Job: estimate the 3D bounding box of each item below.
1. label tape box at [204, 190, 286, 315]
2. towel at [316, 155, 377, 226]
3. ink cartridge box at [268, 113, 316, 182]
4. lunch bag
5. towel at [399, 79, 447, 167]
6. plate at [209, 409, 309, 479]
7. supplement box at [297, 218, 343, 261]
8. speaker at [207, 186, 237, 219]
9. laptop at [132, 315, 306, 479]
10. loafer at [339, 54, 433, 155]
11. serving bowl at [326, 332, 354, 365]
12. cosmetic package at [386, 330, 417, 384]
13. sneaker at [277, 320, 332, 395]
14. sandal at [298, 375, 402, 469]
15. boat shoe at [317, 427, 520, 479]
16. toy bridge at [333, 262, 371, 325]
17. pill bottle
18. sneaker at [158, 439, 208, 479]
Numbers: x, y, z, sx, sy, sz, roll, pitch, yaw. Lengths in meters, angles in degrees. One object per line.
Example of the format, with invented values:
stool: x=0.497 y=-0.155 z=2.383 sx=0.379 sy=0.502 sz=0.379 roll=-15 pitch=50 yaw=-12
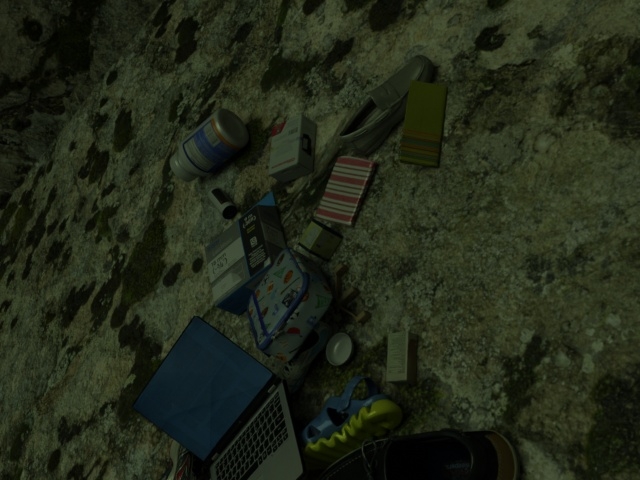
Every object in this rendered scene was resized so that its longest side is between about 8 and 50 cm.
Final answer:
label tape box: x=-0.229 y=0.018 z=2.088 sx=0.240 sy=0.106 sz=0.333 roll=-37 pitch=48 yaw=25
towel: x=0.073 y=-0.137 z=1.930 sx=0.144 sy=0.029 sz=0.197 roll=17 pitch=85 yaw=47
ink cartridge box: x=-0.086 y=-0.278 z=2.120 sx=0.127 sy=0.072 sz=0.175 roll=-17 pitch=59 yaw=38
lunch bag: x=-0.091 y=0.166 z=1.795 sx=0.243 sy=0.115 sz=0.303 roll=-53 pitch=21 yaw=10
towel: x=0.264 y=-0.300 z=1.786 sx=0.021 sy=0.102 sz=0.237 roll=106 pitch=174 yaw=-71
plate: x=-0.179 y=0.613 z=1.785 sx=0.277 sy=0.045 sz=0.278 roll=36 pitch=97 yaw=47
supplement box: x=0.000 y=0.000 z=1.887 sx=0.056 sy=0.083 sz=0.083 roll=36 pitch=96 yaw=48
speaker: x=-0.323 y=-0.123 z=2.290 sx=0.055 sy=0.055 sz=0.136 roll=-54 pitch=43 yaw=10
laptop: x=-0.265 y=0.475 z=1.683 sx=0.382 sy=0.236 sz=0.408 roll=-53 pitch=35 yaw=28
loafer: x=0.177 y=-0.372 z=1.879 sx=0.319 sy=0.111 sz=0.112 roll=-52 pitch=43 yaw=12
serving bowl: x=0.053 y=0.274 z=1.739 sx=0.083 sy=0.027 sz=0.083 roll=-21 pitch=57 yaw=36
cosmetic package: x=0.187 y=0.270 z=1.598 sx=0.060 sy=0.041 sz=0.115 roll=-13 pitch=62 yaw=40
sneaker: x=-0.060 y=0.305 z=1.794 sx=0.237 sy=0.086 sz=0.085 roll=-57 pitch=44 yaw=8
sandal: x=0.043 y=0.423 z=1.616 sx=0.317 sy=0.126 sz=0.138 roll=-35 pitch=45 yaw=17
boat shoe: x=0.158 y=0.489 z=1.436 sx=0.500 sy=0.156 sz=0.186 roll=-25 pitch=56 yaw=36
toy bridge: x=0.071 y=0.146 z=1.788 sx=0.063 sy=0.026 sz=0.188 roll=-45 pitch=45 yaw=22
pill bottle: x=-0.387 y=-0.316 z=2.378 sx=0.272 sy=0.152 sz=0.152 roll=-34 pitch=50 yaw=29
sneaker: x=-0.352 y=0.621 z=1.911 sx=0.112 sy=0.121 sz=0.299 roll=20 pitch=92 yaw=34
